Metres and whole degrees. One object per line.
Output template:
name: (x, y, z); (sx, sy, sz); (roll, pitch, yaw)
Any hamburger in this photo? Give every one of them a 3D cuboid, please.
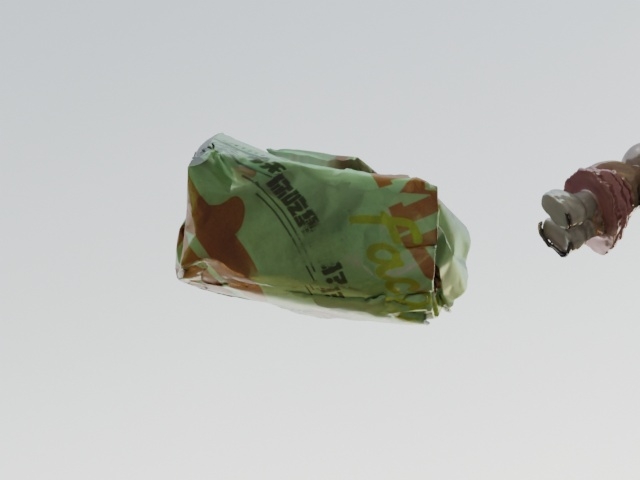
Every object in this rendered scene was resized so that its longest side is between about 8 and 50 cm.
hamburger: (0.000, -0.001, 0.775); (0.214, 0.235, 0.125); (18, -95, -5)

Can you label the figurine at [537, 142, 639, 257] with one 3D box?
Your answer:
figurine: (0.196, -0.024, 0.642); (0.129, 0.054, 0.072); (-26, -54, -22)
